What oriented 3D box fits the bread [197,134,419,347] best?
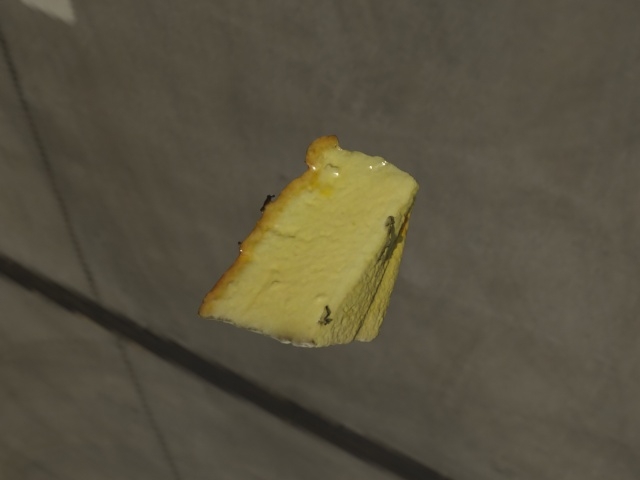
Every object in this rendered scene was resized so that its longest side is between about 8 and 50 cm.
[{"bbox_3d":[0.000,0.000,0.777,0.084,0.109,0.080,19,-173,31],"label":"bread"}]
